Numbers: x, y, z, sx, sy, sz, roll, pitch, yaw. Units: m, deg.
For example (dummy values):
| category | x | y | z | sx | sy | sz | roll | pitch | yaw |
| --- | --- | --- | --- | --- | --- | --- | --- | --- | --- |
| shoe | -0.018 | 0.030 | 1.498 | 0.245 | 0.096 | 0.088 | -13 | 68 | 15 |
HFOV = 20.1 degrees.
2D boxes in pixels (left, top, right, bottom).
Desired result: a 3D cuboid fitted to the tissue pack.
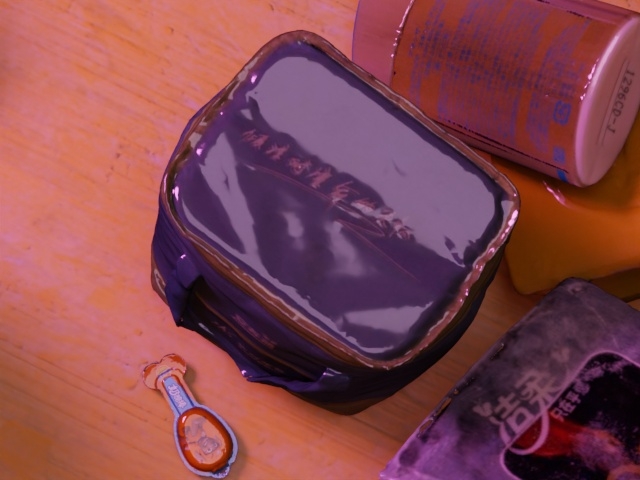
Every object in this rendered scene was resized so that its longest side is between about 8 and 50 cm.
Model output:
| category | x | y | z | sx | sy | sz | roll | pitch | yaw |
| --- | --- | --- | --- | --- | --- | --- | --- | --- | --- |
| tissue pack | 0.251 | 0.209 | 1.315 | 0.361 | 0.122 | 0.259 | 34 | 57 | 26 |

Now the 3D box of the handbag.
| category | x | y | z | sx | sy | sz | roll | pitch | yaw |
| --- | --- | --- | --- | --- | --- | --- | --- | --- | --- |
| handbag | 0.000 | 0.000 | 1.397 | 0.263 | 0.241 | 0.222 | 37 | 76 | 4 |

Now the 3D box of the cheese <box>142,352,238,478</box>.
| category | x | y | z | sx | sy | sz | roll | pitch | yaw |
| --- | --- | --- | --- | --- | --- | --- | --- | --- | --- |
| cheese | -0.106 | 0.145 | 1.472 | 0.047 | 0.017 | 0.111 | -30 | 81 | -13 |

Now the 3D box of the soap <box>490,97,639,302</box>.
| category | x | y | z | sx | sy | sz | roll | pitch | yaw |
| --- | --- | --- | --- | --- | --- | --- | --- | --- | --- |
| soap | 0.282 | -0.074 | 1.405 | 0.096 | 0.324 | 0.204 | 3 | 73 | -44 |

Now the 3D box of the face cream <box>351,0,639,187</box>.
| category | x | y | z | sx | sy | sz | roll | pitch | yaw |
| --- | --- | --- | --- | --- | --- | --- | --- | --- | --- |
| face cream | 0.131 | -0.146 | 1.450 | 0.067 | 0.285 | 0.139 | 12 | 100 | -45 |
